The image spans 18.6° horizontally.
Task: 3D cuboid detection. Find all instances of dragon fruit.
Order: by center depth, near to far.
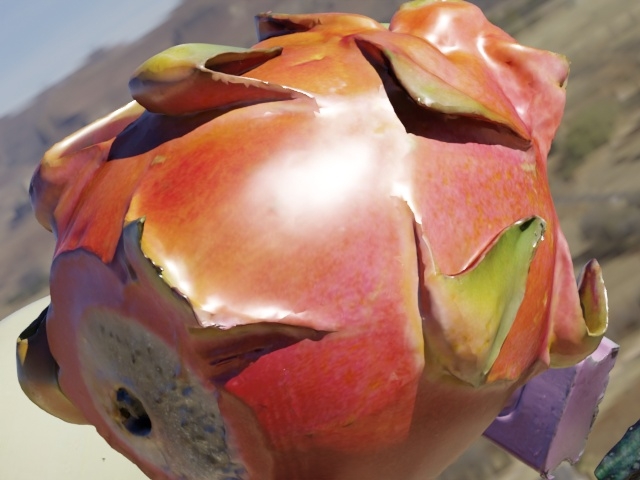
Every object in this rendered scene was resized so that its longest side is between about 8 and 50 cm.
[{"bbox_3d":[-0.003,0.004,0.806,0.227,0.224,0.224,-36,7,-41],"label":"dragon fruit"}]

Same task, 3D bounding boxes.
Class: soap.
[{"bbox_3d":[0.141,0.096,1.639,0.065,0.203,0.122,-16,-51,-49],"label":"soap"}]

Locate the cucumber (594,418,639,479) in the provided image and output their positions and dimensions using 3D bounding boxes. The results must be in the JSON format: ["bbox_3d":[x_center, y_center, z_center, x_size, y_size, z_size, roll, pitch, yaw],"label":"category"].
[{"bbox_3d":[0.246,0.077,1.033,0.211,0.078,0.062,-48,40,8],"label":"cucumber"}]

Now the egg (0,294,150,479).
[{"bbox_3d":[-0.149,0.146,1.124,0.241,0.186,0.186,-70,16,-11],"label":"egg"}]
